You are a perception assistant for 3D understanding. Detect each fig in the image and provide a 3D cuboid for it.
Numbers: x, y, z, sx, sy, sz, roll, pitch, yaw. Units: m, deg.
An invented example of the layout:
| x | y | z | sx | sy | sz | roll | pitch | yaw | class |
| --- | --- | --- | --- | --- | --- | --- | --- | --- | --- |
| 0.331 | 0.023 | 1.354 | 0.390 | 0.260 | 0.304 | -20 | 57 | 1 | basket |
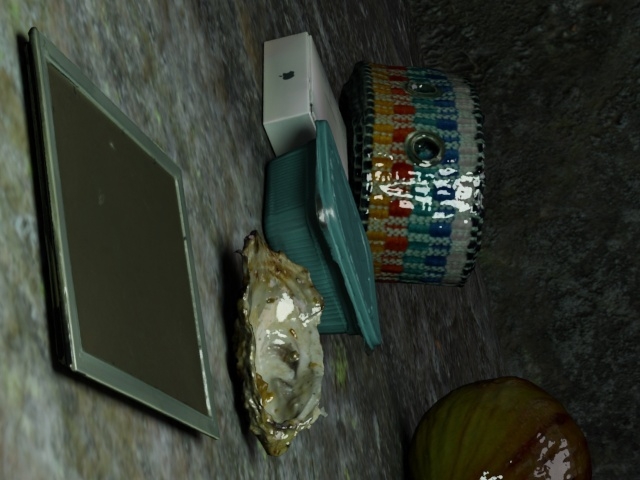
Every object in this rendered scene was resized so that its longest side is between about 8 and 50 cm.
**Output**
| x | y | z | sx | sy | sz | roll | pitch | yaw | class |
| --- | --- | --- | --- | --- | --- | --- | --- | --- | --- |
| 0.156 | 0.276 | 1.770 | 0.321 | 0.217 | 0.217 | -15 | 93 | -52 | fig |

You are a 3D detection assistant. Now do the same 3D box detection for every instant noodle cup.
| x | y | z | sx | sy | sz | roll | pitch | yaw | class |
| --- | --- | --- | --- | --- | --- | --- | --- | --- | --- |
| 0.000 | 0.000 | 1.436 | 0.157 | 0.070 | 0.179 | -91 | 164 | -53 | instant noodle cup |

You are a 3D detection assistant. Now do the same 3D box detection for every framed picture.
| x | y | z | sx | sy | sz | roll | pitch | yaw | class |
| --- | --- | --- | --- | --- | --- | --- | --- | --- | --- |
| -0.116 | 0.008 | 0.954 | 0.252 | 0.014 | 0.197 | 49 | 30 | -69 | framed picture |

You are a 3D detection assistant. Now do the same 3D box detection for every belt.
| x | y | z | sx | sy | sz | roll | pitch | yaw | class |
| --- | --- | --- | --- | --- | --- | --- | --- | --- | --- |
| 0.079 | -0.080 | 1.697 | 0.295 | 0.160 | 0.207 | -93 | -173 | -50 | belt |

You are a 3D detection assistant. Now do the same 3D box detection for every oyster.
| x | y | z | sx | sy | sz | roll | pitch | yaw | class |
| --- | --- | --- | --- | --- | --- | --- | --- | --- | --- |
| -0.036 | 0.077 | 1.192 | 0.105 | 0.056 | 0.177 | 35 | 42 | -58 | oyster |

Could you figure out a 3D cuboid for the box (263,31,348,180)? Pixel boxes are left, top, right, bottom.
| x | y | z | sx | sy | sz | roll | pitch | yaw | class |
| --- | --- | --- | --- | --- | --- | --- | --- | --- | --- |
| -0.013 | -0.111 | 1.552 | 0.129 | 0.051 | 0.130 | -91 | 163 | -47 | box |
